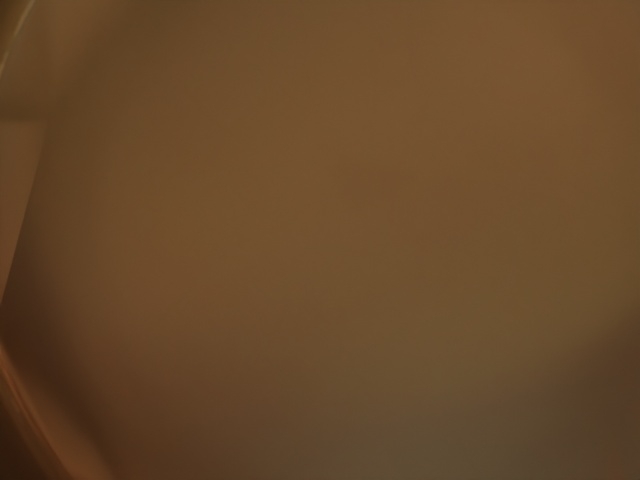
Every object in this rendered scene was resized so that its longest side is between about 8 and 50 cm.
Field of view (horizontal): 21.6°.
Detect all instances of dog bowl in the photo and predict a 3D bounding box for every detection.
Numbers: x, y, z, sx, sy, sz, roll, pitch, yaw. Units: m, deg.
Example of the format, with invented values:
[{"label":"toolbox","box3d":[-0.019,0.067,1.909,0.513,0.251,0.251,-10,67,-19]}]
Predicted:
[{"label":"dog bowl","box3d":[0.000,0.000,0.439,0.348,0.349,0.102,-29,177,17]}]
